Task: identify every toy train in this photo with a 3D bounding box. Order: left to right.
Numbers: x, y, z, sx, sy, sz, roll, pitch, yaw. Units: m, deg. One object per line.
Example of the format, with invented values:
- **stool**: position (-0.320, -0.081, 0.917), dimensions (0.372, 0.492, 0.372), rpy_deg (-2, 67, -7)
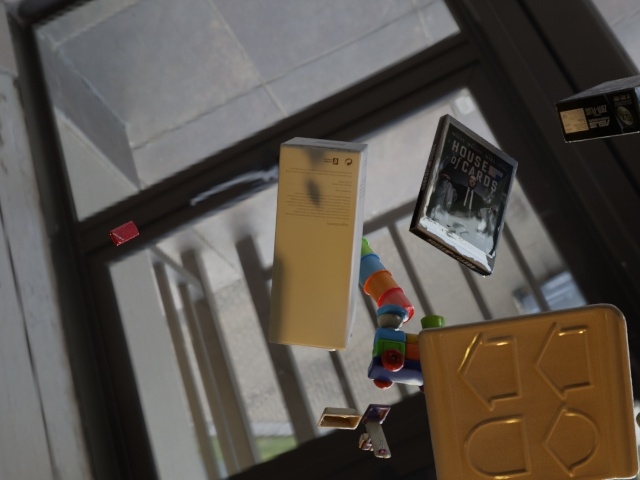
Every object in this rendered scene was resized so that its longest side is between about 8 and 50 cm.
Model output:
- **toy train**: position (0.216, 0.203, 1.677), dimensions (0.248, 0.143, 0.105), rpy_deg (8, 148, -5)

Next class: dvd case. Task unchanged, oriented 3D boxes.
- **dvd case**: position (0.254, -0.080, 1.584), dimensions (0.179, 0.238, 0.030), rpy_deg (30, 153, -24)

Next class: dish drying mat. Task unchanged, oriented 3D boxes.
- **dish drying mat**: position (-0.392, -0.015, 1.812), dimensions (0.008, 0.032, 0.083), rpy_deg (-25, -174, 25)

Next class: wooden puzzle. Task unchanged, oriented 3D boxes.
- **wooden puzzle**: position (0.361, 0.279, 1.586), dimensions (0.348, 0.322, 0.080), rpy_deg (-8, -168, 7)

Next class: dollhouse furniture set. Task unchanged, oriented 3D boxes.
- **dollhouse furniture set**: position (0.049, 0.307, 1.376), dimensions (0.114, 0.081, 0.091), rpy_deg (8, 129, -21)

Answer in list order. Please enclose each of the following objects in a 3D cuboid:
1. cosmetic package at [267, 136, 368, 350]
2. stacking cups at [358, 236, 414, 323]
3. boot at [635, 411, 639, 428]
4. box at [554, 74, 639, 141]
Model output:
- **cosmetic package**: position (0.000, 0.000, 1.690), dimensions (0.155, 0.365, 0.197), rpy_deg (6, -171, 5)
- **stacking cups**: position (0.128, 0.077, 2.228), dimensions (0.096, 0.316, 0.096), rpy_deg (-20, 134, -22)
- **boot**: position (0.794, 0.442, 1.869), dimensions (0.262, 0.203, 0.095), rpy_deg (18, 108, -22)
- **box**: position (0.532, -0.238, 1.587), dimensions (0.147, 0.077, 0.180), rpy_deg (-24, -169, -30)
